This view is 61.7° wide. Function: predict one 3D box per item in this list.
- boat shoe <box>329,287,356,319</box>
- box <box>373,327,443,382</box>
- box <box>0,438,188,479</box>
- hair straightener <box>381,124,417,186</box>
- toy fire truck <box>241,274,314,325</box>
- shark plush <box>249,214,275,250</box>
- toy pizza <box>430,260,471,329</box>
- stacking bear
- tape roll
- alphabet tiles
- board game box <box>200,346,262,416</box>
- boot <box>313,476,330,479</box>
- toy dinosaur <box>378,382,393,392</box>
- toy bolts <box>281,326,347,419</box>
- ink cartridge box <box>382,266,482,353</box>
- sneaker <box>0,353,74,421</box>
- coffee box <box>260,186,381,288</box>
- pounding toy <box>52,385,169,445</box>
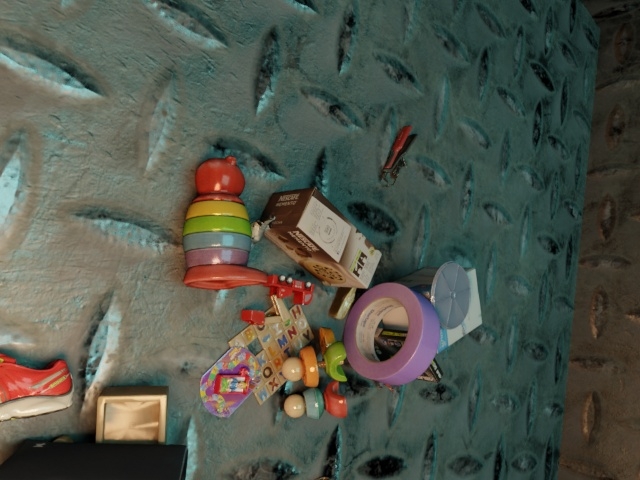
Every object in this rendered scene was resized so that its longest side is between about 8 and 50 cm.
[{"bbox_3d":[0.073,0.167,1.555,0.045,0.050,0.135,43,71,-38],"label":"boat shoe"},{"bbox_3d":[0.252,0.345,1.622,0.045,0.190,0.184,-48,121,-36],"label":"box"},{"bbox_3d":[-0.395,0.567,0.899,0.293,0.212,0.395,5,86,-10],"label":"box"},{"bbox_3d":[0.262,-0.260,1.738,0.089,0.047,0.230,42,62,-35],"label":"hair straightener"},{"bbox_3d":[-0.104,0.158,1.372,0.192,0.047,0.135,18,72,-38],"label":"toy fire truck"},{"bbox_3d":[-0.147,-0.033,1.281,0.067,0.161,0.073,-14,64,-31],"label":"shark plush"},{"bbox_3d":[0.379,0.161,1.583,0.201,0.032,0.201,1,89,-43],"label":"toy pizza"},{"bbox_3d":[-0.226,-0.045,1.204,0.164,0.175,0.289,12,72,-50],"label":"stacking bear"},{"bbox_3d":[0.196,0.262,1.511,0.090,0.275,0.275,28,70,-39],"label":"tape roll"},{"bbox_3d":[-0.114,0.275,1.399,0.237,0.009,0.198,-37,114,-37],"label":"alphabet tiles"},{"bbox_3d":[-0.206,0.341,1.285,0.168,0.033,0.133,-43,118,-31],"label":"board game box"},{"bbox_3d":[-0.025,0.770,1.432,0.189,0.076,0.208,-16,107,-57],"label":"boot"},{"bbox_3d":[0.190,0.417,1.650,0.047,0.090,0.082,-62,161,-44],"label":"toy dinosaur"},{"bbox_3d":[-0.028,0.355,1.413,0.158,0.218,0.228,-7,109,-11],"label":"toy bolts"},{"bbox_3d":[0.356,0.211,1.718,0.270,0.198,0.197,-18,101,-42],"label":"ink cartridge box"},{"bbox_3d":[-0.573,0.255,0.919,0.279,0.107,0.118,6,67,-47],"label":"sneaker"},{"bbox_3d":[0.000,0.000,1.402,0.297,0.168,0.119,42,62,-36],"label":"coffee box"},{"bbox_3d":[-0.412,0.388,1.060,0.206,0.094,0.181,2,88,-13],"label":"pounding toy"}]
